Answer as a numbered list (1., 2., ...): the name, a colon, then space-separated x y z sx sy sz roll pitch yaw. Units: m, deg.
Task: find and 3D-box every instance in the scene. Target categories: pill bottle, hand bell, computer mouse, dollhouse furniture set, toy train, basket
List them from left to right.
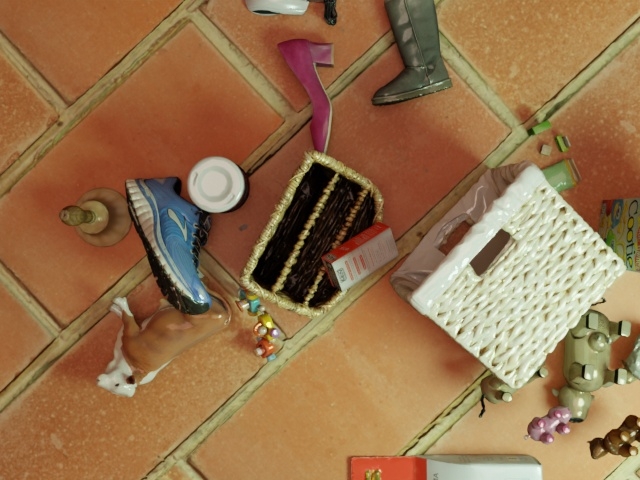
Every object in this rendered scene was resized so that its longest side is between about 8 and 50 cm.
1. hand bell: -0.459 -0.047 1.591 0.126 0.242 0.126 0 91 0
2. pill bottle: -0.196 -0.107 1.609 0.108 0.193 0.108 0 92 1
3. toy train: -0.137 0.170 1.652 0.046 0.125 0.166 -24 83 -27
4. computer mouse: -0.061 -0.497 1.675 0.193 0.042 0.105 0 92 1
5. basket: 0.000 0.000 1.594 0.214 0.223 0.299 29 90 0
6. basket: 0.341 0.057 1.537 0.266 0.331 0.328 42 92 -2
7. dollhouse furniture set: 0.478 -0.169 1.663 0.076 0.058 0.151 -24 90 2

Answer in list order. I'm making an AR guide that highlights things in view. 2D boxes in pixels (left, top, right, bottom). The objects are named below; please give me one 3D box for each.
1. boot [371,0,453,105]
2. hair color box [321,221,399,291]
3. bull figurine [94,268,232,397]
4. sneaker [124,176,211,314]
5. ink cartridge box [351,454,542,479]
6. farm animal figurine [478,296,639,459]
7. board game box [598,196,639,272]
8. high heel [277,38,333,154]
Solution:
1. boot: 0.167 -0.391 1.657 0.190 0.076 0.208 -18 98 -13
2. hair color box: 0.078 0.031 1.567 0.141 0.043 0.071 -31 120 -20
3. bull figurine: -0.336 0.180 1.662 0.311 0.101 0.188 -30 84 -3
4. sneaker: -0.275 -0.006 1.606 0.147 0.129 0.329 -18 63 -17
5. ink cartridge box: 0.257 0.601 1.667 0.385 0.091 0.307 0 91 0
6. farm animal figurine: 0.502 0.272 1.624 0.331 0.172 0.326 28 76 -3
7. board game box: 0.645 -0.006 1.556 0.145 0.275 0.141 6 91 0
8. high heel: -0.033 -0.291 1.658 0.117 0.082 0.243 1 91 1
